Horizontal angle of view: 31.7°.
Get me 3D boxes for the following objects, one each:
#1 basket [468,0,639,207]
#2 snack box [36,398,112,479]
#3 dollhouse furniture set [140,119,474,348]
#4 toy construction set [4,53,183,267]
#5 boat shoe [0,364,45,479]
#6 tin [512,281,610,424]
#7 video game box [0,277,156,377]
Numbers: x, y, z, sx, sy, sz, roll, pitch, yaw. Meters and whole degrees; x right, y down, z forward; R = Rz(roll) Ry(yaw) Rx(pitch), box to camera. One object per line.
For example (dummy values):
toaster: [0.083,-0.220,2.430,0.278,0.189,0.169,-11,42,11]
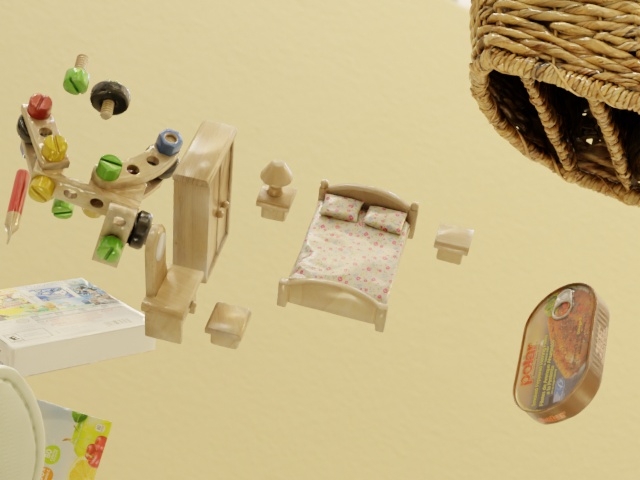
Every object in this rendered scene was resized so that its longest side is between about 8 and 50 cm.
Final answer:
basket: [0.273,-0.149,1.213,0.299,0.213,0.223,42,42,-61]
snack box: [-0.401,0.324,1.537,0.070,0.174,0.207,141,-33,-65]
dollhouse furniture set: [0.000,0.000,1.362,0.303,0.355,0.174,-69,169,-47]
toy construction set: [-0.369,-0.064,1.684,0.309,0.257,0.237,-28,-136,35]
boat shoe: [-0.274,0.211,0.830,0.114,0.091,0.302,-20,128,-51]
tin: [0.280,0.130,1.308,0.106,0.040,0.189,-22,-146,38]
video game box: [-0.344,0.106,1.427,0.187,0.205,0.048,26,-65,43]
